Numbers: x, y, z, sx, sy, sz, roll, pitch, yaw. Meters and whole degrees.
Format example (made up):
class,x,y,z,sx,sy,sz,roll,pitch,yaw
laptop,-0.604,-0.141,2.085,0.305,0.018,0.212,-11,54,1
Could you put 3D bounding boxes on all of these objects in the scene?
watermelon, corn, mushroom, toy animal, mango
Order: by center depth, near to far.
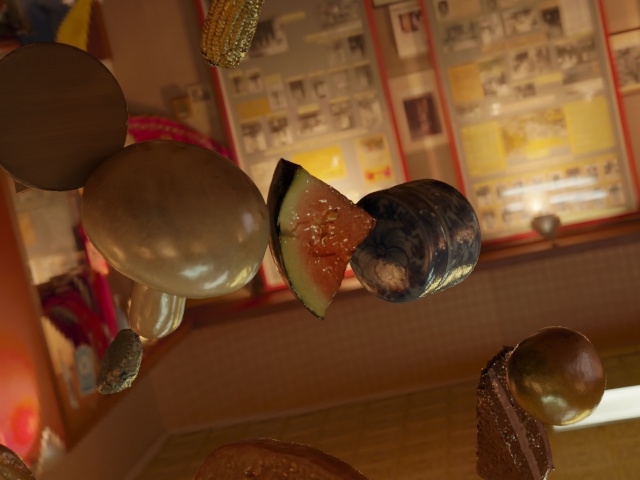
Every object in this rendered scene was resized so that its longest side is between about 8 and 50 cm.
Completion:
class,x,y,z,sx,sy,sz,roll,pitch,yaw
mushroom,-0.163,0.004,1.169,0.207,0.215,0.207,14,-153,-8
watermelon,-0.021,-0.001,1.275,0.137,0.145,0.193,29,179,11
mango,0.358,0.210,1.640,0.120,0.152,0.221,-33,171,30
toy animal,-0.359,0.197,2.102,0.253,0.079,0.070,-53,175,12
corn,-0.170,-0.477,2.182,0.115,0.115,0.318,-19,147,-37

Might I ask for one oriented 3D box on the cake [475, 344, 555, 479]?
class,x,y,z,sx,sy,sz,roll,pitch,yaw
cake,0.310,0.310,1.816,0.112,0.295,0.116,9,-140,37

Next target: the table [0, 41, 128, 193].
class,x,y,z,sx,sy,sz,roll,pitch,yaw
table,-0.344,-0.131,1.280,0.167,0.167,0.226,-17,-175,-29

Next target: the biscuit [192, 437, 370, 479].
class,x,y,z,sx,sy,sz,roll,pitch,yaw
biscuit,-0.043,0.480,1.576,0.385,0.365,0.062,31,-168,19

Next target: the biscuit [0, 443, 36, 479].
class,x,y,z,sx,sy,sz,roll,pitch,yaw
biscuit,-0.369,0.326,1.156,0.033,0.224,0.144,25,-179,43

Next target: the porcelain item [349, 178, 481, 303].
class,x,y,z,sx,sy,sz,roll,pitch,yaw
porcelain item,0.112,0.001,1.343,0.147,0.147,0.114,-5,-172,44
